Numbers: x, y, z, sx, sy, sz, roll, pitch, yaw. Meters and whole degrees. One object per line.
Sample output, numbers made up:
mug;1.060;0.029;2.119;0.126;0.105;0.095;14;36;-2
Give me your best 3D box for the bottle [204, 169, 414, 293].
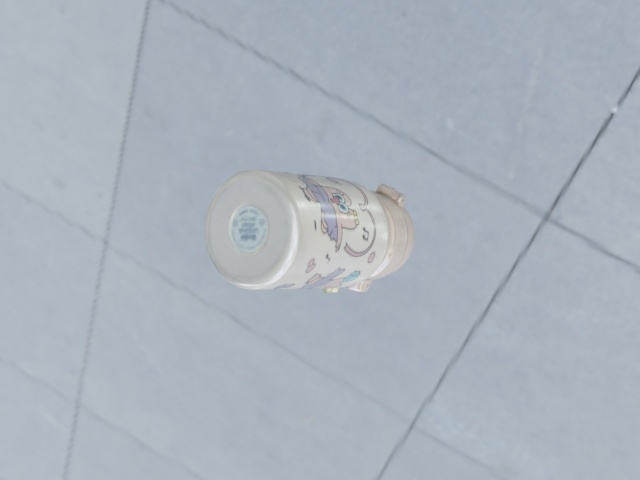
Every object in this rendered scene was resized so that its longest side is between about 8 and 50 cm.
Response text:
bottle;0.000;0.000;1.113;0.097;0.209;0.110;31;105;32
